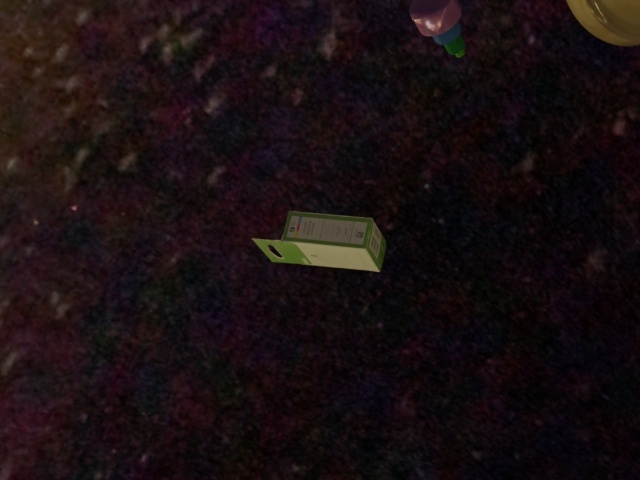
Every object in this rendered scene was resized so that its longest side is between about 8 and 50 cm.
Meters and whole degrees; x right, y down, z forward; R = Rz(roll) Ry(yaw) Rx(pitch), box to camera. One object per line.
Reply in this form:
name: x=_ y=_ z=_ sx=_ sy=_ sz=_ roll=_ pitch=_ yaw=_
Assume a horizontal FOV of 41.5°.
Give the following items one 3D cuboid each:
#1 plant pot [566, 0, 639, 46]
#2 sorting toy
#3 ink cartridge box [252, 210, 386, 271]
plant pot: x=0.643 y=-0.518 z=1.521 sx=0.323 sy=0.323 sz=0.280 roll=-54 pitch=19 yaw=0
sorting toy: x=0.250 y=-0.418 z=1.259 sx=0.127 sy=0.126 sz=0.365 roll=9 pitch=62 yaw=41
ink cartridge box: x=0.000 y=0.000 z=1.481 sx=0.209 sy=0.109 sz=0.062 roll=5 pitch=69 yaw=20
